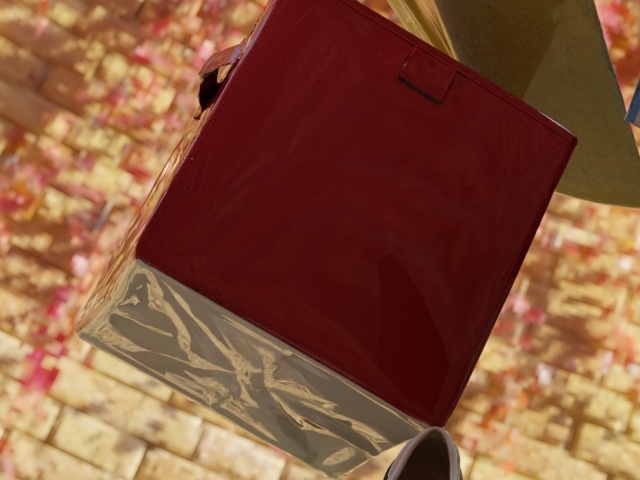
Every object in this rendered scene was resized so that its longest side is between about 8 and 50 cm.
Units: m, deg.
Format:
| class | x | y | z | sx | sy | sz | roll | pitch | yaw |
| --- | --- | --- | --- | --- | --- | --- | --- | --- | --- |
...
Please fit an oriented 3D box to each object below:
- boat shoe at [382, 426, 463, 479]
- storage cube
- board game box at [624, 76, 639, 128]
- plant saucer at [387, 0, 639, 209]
| class | x | y | z | sx | sy | sz | roll | pitch | yaw |
| --- | --- | --- | --- | --- | --- | --- | --- | --- | --- |
| boat shoe | 0.040 | 0.139 | 0.791 | 0.049 | 0.137 | 0.043 | 14 | -59 | 9 |
| storage cube | 0.000 | 0.000 | 0.978 | 0.215 | 0.193 | 0.183 | 31 | -23 | -8 |
| board game box | 0.371 | -0.034 | 1.032 | 0.308 | 0.086 | 0.302 | 26 | 7 | 26 |
| plant saucer | 0.072 | -0.200 | 1.087 | 0.081 | 0.333 | 0.333 | -29 | -39 | 1 |
